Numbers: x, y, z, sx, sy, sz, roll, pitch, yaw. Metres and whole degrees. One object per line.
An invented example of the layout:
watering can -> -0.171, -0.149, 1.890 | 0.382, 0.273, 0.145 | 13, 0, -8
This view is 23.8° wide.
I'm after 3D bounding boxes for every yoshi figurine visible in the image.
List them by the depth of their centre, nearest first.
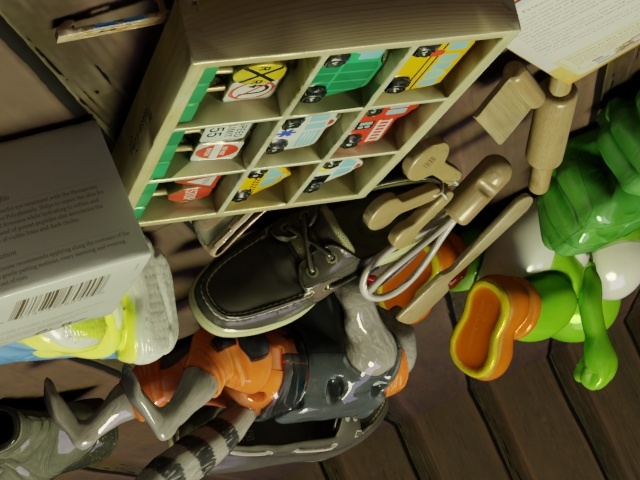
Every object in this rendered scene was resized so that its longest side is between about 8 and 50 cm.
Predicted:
yoshi figurine -> 0.224, 0.057, 1.566 | 0.203, 0.204, 0.362 | -15, 180, 45

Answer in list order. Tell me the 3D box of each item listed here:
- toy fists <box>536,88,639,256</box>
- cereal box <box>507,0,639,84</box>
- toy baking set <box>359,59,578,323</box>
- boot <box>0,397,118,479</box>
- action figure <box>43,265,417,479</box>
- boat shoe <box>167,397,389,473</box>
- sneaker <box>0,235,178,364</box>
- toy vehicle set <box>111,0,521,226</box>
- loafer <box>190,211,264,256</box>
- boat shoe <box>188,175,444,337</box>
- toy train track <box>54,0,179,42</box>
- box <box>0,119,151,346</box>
toy fists -> 0.279, -0.075, 1.319 | 0.142, 0.096, 0.279 | -28, 169, -31
cereal box -> 0.176, -0.166, 0.870 | 0.173, 0.047, 0.240 | -28, 165, 19
toy baking set -> 0.108, -0.039, 1.132 | 0.196, 0.030, 0.256 | -32, 152, -15
boot -> -0.326, 0.219, 1.464 | 0.246, 0.083, 0.161 | -38, 155, 29
action figure -> -0.063, 0.126, 1.320 | 0.330, 0.178, 0.341 | -12, 164, -31
boat shoe -> -0.029, 0.220, 1.885 | 0.335, 0.112, 0.095 | -10, 165, -37
sneaker -> -0.183, 0.042, 1.020 | 0.126, 0.091, 0.240 | -8, 171, 13
toy vehicle set -> -0.018, -0.069, 0.826 | 0.166, 0.035, 0.267 | -8, 166, -17
loafer -> -0.035, -0.032, 1.040 | 0.125, 0.039, 0.045 | -30, 165, 24
boat shoe -> 0.001, 0.001, 1.165 | 0.223, 0.080, 0.073 | -24, 162, -26
toy train track -> -0.085, -0.108, 0.716 | 0.083, 0.014, 0.048 | -14, 172, -17
box -> -0.164, 0.001, 0.835 | 0.101, 0.087, 0.102 | -17, 166, -27
